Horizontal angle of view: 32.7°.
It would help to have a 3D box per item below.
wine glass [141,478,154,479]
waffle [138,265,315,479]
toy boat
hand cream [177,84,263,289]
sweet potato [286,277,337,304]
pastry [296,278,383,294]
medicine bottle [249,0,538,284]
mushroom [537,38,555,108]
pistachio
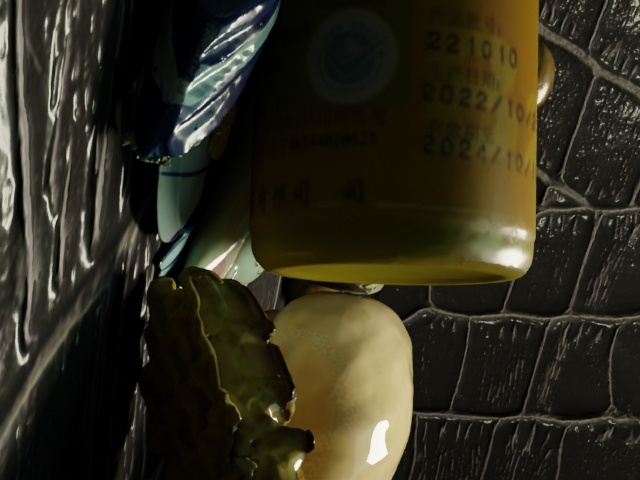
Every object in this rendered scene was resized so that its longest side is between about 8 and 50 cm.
[{"bbox_3d":[-0.148,0.237,0.668,0.241,0.126,0.126,-21,126,-79],"label":"wine glass"},{"bbox_3d":[-0.059,0.171,0.790,0.283,0.065,0.309,29,-53,56],"label":"waffle"},{"bbox_3d":[-0.095,-0.077,0.783,0.291,0.067,0.220,114,-3,-46],"label":"toy boat"},{"bbox_3d":[-0.054,-0.056,0.975,0.147,0.093,0.305,88,27,-68],"label":"hand cream"},{"bbox_3d":[-0.014,0.062,1.496,0.269,0.075,0.074,-59,-172,50],"label":"sweet potato"},{"bbox_3d":[0.000,0.000,1.156,0.166,0.166,0.088,67,40,-77],"label":"pastry"},{"bbox_3d":[0.061,-0.161,0.864,0.224,0.224,0.384,45,48,-81],"label":"medicine bottle"},{"bbox_3d":[0.124,-0.229,1.184,0.350,0.128,0.128,18,86,-38],"label":"mushroom"},{"bbox_3d":[-0.011,0.172,1.089,0.309,0.230,0.229,-57,160,-68],"label":"pistachio"}]
